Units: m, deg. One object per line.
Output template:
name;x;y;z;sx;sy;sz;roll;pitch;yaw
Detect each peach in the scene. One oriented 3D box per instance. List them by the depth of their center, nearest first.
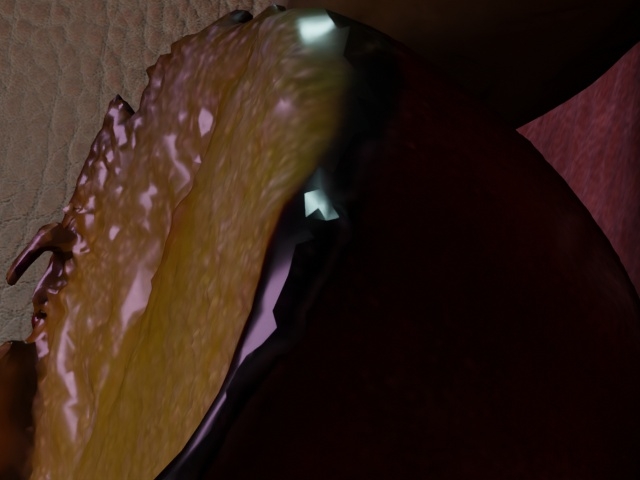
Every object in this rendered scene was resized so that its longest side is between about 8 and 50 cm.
peach;-0.018;0.097;0.838;0.339;0.353;0.417;-123;23;-56

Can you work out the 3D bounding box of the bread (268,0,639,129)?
bread;0.131;-0.221;0.893;0.341;0.210;0.300;117;178;-54
